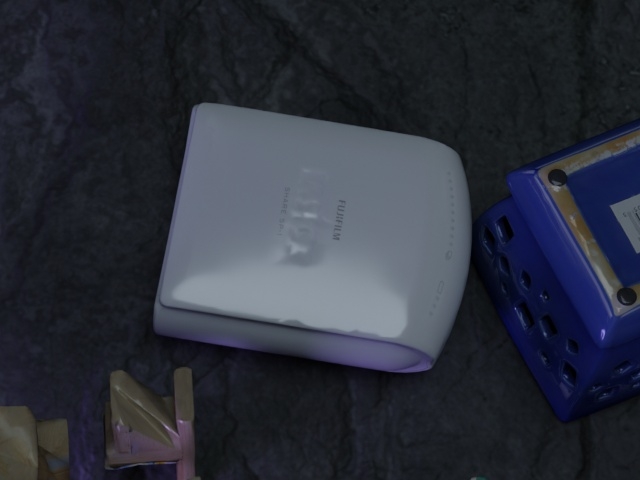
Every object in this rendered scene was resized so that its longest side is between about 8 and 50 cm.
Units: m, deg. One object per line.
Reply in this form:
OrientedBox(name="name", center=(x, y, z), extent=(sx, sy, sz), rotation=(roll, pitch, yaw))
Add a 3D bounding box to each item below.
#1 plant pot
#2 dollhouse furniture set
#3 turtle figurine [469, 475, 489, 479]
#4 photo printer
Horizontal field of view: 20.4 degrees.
OrientedBox(name="plant pot", center=(0.308, 0.013, 1.783), extent=(0.236, 0.212, 0.236), rotation=(-21, 69, -13))
OrientedBox(name="dollhouse furniture set", center=(-0.284, 0.346, 1.622), extent=(0.362, 0.256, 0.394), rotation=(-3, 46, -7))
OrientedBox(name="turtle figurine", center=(0.164, 0.314, 1.691), extent=(0.234, 0.118, 0.175), rotation=(-5, 73, -21))
OrientedBox(name="photo printer", center=(0.000, 0.000, 1.818), extent=(0.308, 0.107, 0.256), rotation=(10, 66, 0))
